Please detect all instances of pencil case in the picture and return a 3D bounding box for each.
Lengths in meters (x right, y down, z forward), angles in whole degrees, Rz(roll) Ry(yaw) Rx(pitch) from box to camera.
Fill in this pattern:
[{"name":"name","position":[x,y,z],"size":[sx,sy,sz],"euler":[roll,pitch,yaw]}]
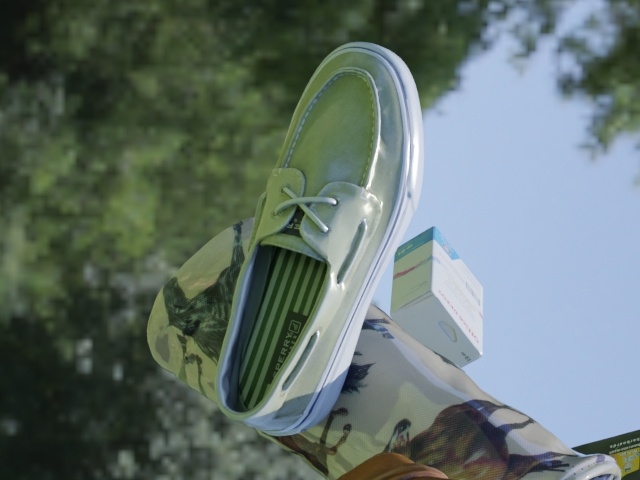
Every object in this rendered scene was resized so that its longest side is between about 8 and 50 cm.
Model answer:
[{"name":"pencil case","position":[0.043,0.134,1.585],"size":[0.160,0.410,0.183],"euler":[-53,150,-3]}]

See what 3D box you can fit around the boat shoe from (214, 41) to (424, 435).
[{"name":"boat shoe","position":[0.000,0.000,1.460],"size":[0.094,0.109,0.302],"euler":[11,93,-70]}]

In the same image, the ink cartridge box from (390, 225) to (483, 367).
[{"name":"ink cartridge box","position":[0.111,0.058,1.878],"size":[0.088,0.052,0.122],"euler":[51,21,-22]}]

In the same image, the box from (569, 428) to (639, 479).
[{"name":"box","position":[0.326,0.321,1.891],"size":[0.097,0.395,0.318],"euler":[51,34,-36]}]

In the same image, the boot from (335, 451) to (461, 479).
[{"name":"boot","position":[-0.006,0.249,1.231],"size":[0.283,0.109,0.220],"euler":[-47,-159,-3]}]
